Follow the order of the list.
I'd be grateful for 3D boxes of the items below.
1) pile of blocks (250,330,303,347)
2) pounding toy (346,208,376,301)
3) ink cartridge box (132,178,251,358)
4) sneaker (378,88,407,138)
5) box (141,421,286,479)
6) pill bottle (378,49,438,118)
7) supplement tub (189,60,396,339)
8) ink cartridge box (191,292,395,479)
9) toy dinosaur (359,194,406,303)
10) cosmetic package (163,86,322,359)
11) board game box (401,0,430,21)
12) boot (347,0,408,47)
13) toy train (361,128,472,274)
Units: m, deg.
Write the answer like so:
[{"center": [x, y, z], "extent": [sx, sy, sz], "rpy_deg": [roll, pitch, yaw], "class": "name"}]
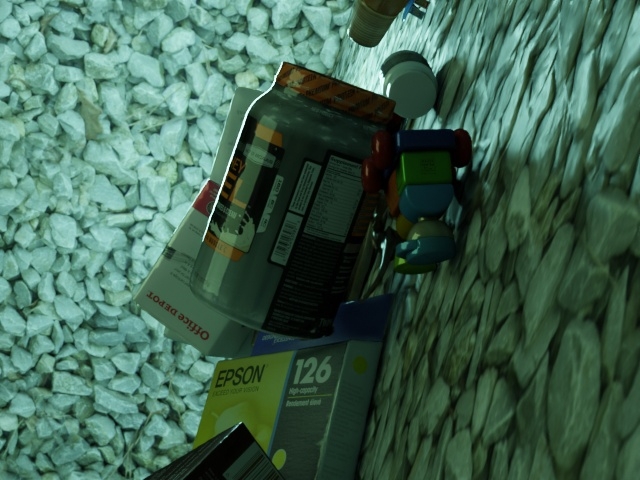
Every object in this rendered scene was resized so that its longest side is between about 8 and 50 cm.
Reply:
[{"center": [-0.017, 0.186, 1.811], "extent": [0.149, 0.113, 0.362], "rpy_deg": [-58, 20, 22], "class": "pile of blocks"}, {"center": [0.000, 0.000, 1.861], "extent": [0.269, 0.155, 0.154], "rpy_deg": [-97, 20, -76], "class": "pounding toy"}, {"center": [-0.163, 0.049, 1.982], "extent": [0.237, 0.172, 0.100], "rpy_deg": [-58, -22, 2], "class": "ink cartridge box"}, {"center": [0.096, -0.174, 1.906], "extent": [0.073, 0.063, 0.162], "rpy_deg": [-85, 12, -46], "class": "sneaker"}, {"center": [-0.143, 0.346, 1.395], "extent": [0.203, 0.168, 0.167], "rpy_deg": [-36, 3, 35], "class": "box"}, {"center": [0.122, -0.215, 1.692], "extent": [0.137, 0.078, 0.078], "rpy_deg": [-91, 18, -72], "class": "pill bottle"}, {"center": [-0.029, -0.051, 1.531], "extent": [0.193, 0.194, 0.316], "rpy_deg": [-109, 39, -80], "class": "supplement tub"}, {"center": [-0.051, 0.217, 1.597], "extent": [0.304, 0.072, 0.307], "rpy_deg": [-16, 56, 51], "class": "ink cartridge box"}, {"center": [0.090, 0.002, 1.572], "extent": [0.211, 0.064, 0.112], "rpy_deg": [-66, -18, -76], "class": "toy dinosaur"}, {"center": [-0.079, -0.014, 2.105], "extent": [0.161, 0.230, 0.453], "rpy_deg": [27, -102, -66], "class": "cosmetic package"}, {"center": [0.180, -0.423, 1.955], "extent": [0.133, 0.033, 0.168], "rpy_deg": [-73, 8, -49], "class": "board game box"}, {"center": [0.121, -0.466, 1.956], "extent": [0.283, 0.109, 0.220], "rpy_deg": [-70, 7, -47], "class": "boot"}, {"center": [0.101, -0.025, 1.370], "extent": [0.248, 0.105, 0.143], "rpy_deg": [110, 158, -74], "class": "toy train"}]
